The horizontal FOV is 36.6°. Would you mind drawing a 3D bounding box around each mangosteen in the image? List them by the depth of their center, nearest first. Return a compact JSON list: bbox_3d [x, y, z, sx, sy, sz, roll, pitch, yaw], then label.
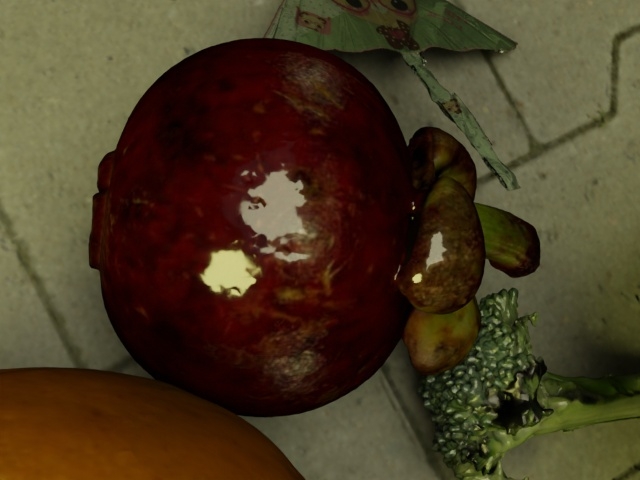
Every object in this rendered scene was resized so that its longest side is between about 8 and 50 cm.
[{"bbox_3d":[0.000,0.000,0.554,0.257,0.215,0.215,10,78,-7],"label":"mangosteen"}]

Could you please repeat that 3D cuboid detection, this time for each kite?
[{"bbox_3d":[0.057,-0.128,0.655,0.229,0.012,0.250,-12,58,-36],"label":"kite"}]

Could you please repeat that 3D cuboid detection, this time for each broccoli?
[{"bbox_3d":[0.159,0.104,0.647,0.204,0.118,0.122,8,47,-28],"label":"broccoli"}]

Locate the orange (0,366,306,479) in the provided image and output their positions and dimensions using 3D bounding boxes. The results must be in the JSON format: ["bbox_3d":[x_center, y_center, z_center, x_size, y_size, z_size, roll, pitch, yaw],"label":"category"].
[{"bbox_3d":[-0.129,0.210,0.448,0.312,0.312,0.312,2,80,-13],"label":"orange"}]
